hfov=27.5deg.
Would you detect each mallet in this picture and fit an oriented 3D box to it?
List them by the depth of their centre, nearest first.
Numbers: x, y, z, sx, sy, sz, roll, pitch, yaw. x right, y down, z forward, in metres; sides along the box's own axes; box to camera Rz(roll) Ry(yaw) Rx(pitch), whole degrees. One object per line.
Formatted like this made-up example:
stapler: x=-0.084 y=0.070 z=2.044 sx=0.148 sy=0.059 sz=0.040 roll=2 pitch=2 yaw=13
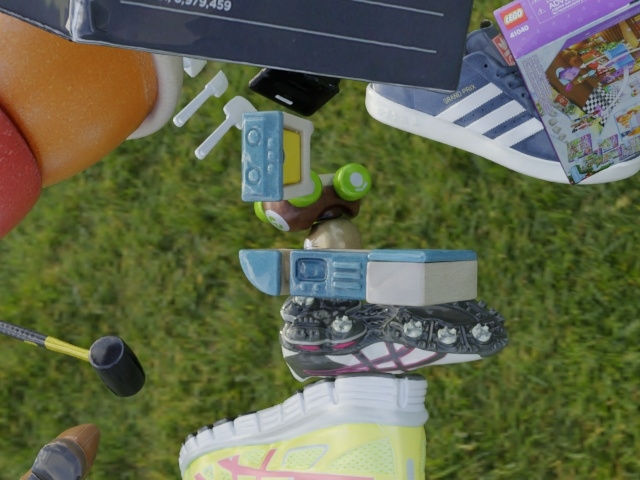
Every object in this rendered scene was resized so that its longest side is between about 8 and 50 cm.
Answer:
mallet: x=-0.247 y=0.104 z=1.238 sx=0.190 sy=0.062 sz=0.039 roll=11 pitch=59 yaw=32

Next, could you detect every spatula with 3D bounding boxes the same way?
spatula: x=-0.192 y=-0.222 z=2.043 sx=0.019 sy=0.242 sz=0.168 roll=-33 pitch=102 yaw=28

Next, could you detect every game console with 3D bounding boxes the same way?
game console: x=-0.032 y=-0.252 z=1.895 sx=0.107 sy=0.122 sz=0.071 roll=-38 pitch=45 yaw=33

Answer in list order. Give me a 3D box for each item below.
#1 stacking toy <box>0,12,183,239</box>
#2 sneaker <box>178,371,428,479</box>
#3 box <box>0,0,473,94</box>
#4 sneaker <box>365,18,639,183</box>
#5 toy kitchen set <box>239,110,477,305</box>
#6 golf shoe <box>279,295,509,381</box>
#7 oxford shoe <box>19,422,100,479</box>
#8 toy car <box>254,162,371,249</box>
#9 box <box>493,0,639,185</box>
stacking toy: x=-0.351 y=-0.046 z=0.883 sx=0.351 sy=0.350 sz=0.480 roll=15 pitch=61 yaw=37
sneaker: x=-0.014 y=0.140 z=0.724 sx=0.208 sy=0.081 sz=0.094 roll=-34 pitch=61 yaw=52
box: x=-0.060 y=-0.256 z=0.634 sx=0.343 sy=0.179 sz=0.312 roll=31 pitch=114 yaw=61
sneaker: x=0.228 y=-0.179 z=1.574 sx=0.350 sy=0.131 sz=0.148 roll=18 pitch=115 yaw=13
toy kitchen set: x=0.020 y=-0.032 z=1.135 sx=0.207 sy=0.122 sz=0.166 roll=1 pitch=91 yaw=27
golf shoe: x=0.087 y=0.118 z=1.571 sx=0.273 sy=0.120 sz=0.105 roll=3 pitch=45 yaw=2
oxford shoe: x=-0.306 y=0.283 z=1.483 sx=0.076 sy=0.076 sz=0.212 roll=43 pitch=123 yaw=0
toy car: x=0.000 y=0.000 z=1.874 sx=0.155 sy=0.149 sz=0.188 roll=155 pitch=106 yaw=-66
box: x=0.287 y=-0.166 z=1.193 sx=0.201 sy=0.293 sz=0.057 roll=-25 pitch=64 yaw=10
